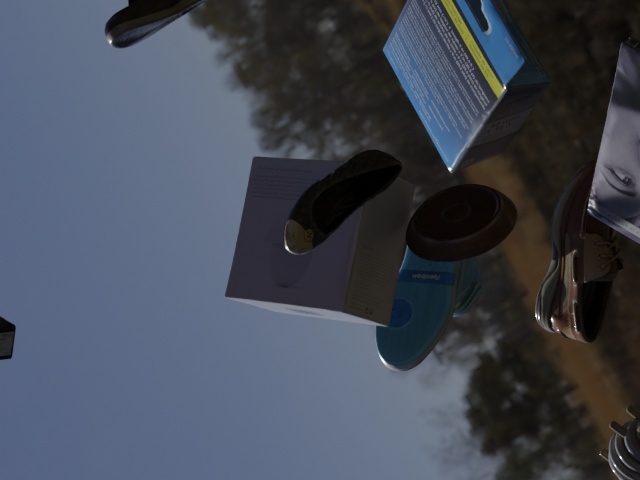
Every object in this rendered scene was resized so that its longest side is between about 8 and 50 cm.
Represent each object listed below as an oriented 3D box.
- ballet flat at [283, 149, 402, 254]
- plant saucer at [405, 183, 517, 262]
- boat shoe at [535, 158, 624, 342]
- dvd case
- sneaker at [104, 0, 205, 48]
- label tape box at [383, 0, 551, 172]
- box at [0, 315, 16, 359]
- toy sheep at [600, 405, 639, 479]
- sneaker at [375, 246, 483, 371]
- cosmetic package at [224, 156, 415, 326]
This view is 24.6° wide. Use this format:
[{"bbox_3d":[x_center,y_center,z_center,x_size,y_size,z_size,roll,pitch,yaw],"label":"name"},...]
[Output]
[{"bbox_3d":[0.022,-0.046,1.611,0.049,0.173,0.057,9,135,48],"label":"ballet flat"},{"bbox_3d":[0.202,-0.032,2.142,0.168,0.168,0.029,-113,0,-54],"label":"plant saucer"},{"bbox_3d":[0.451,0.023,2.423,0.116,0.123,0.324,33,128,41],"label":"boat shoe"},{"bbox_3d":[0.327,-0.063,1.332,0.164,0.018,0.221,34,147,26],"label":"dvd case"},{"bbox_3d":[-0.233,-0.334,1.918,0.118,0.083,0.222,55,-142,-6],"label":"sneaker"},{"bbox_3d":[0.237,-0.297,2.247,0.249,0.115,0.347,63,156,17],"label":"label tape box"},{"bbox_3d":[-0.537,0.108,1.947,0.175,0.051,0.220,-3,-161,-43],"label":"box"},{"bbox_3d":[0.381,0.253,1.737,0.132,0.091,0.091,89,160,-51],"label":"toy sheep"},{"bbox_3d":[0.198,0.112,2.504,0.319,0.127,0.208,-67,-27,-24],"label":"sneaker"},{"bbox_3d":[0.000,0.000,2.214,0.138,0.224,0.224,20,-102,-54],"label":"cosmetic package"}]
